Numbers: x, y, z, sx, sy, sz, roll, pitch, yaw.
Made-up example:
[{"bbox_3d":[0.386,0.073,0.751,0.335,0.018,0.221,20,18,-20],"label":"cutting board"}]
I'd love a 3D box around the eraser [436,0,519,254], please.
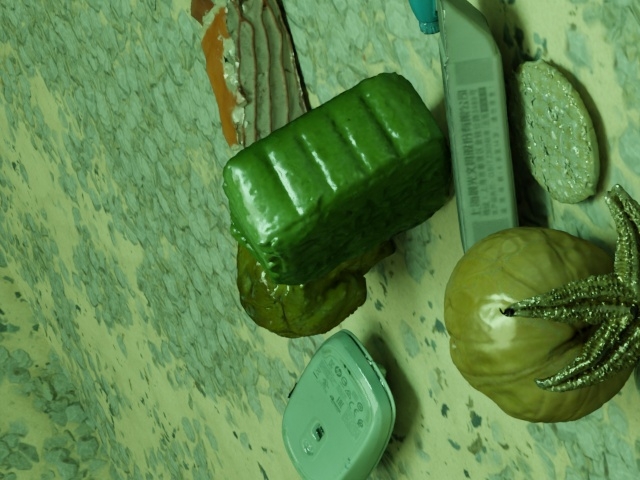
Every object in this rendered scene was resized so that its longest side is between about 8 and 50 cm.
[{"bbox_3d":[0.164,-0.093,1.710,0.089,0.061,0.352,-95,-3,-64],"label":"eraser"}]

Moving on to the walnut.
[{"bbox_3d":[0.214,0.079,1.628,0.222,0.195,0.195,-128,19,-81],"label":"walnut"}]

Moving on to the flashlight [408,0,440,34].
[{"bbox_3d":[0.106,-0.278,1.728,0.051,0.051,0.129,37,147,50],"label":"flashlight"}]

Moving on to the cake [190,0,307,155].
[{"bbox_3d":[-0.086,-0.215,2.111,0.135,0.098,0.287,-28,81,63],"label":"cake"}]

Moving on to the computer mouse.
[{"bbox_3d":[0.039,0.235,2.243,0.159,0.097,0.288,58,143,25],"label":"computer mouse"}]

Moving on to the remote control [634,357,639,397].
[{"bbox_3d":[0.367,0.136,1.532,0.221,0.042,0.078,-8,101,65],"label":"remote control"}]

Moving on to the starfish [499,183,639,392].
[{"bbox_3d":[0.284,0.065,1.483,0.241,0.227,0.043,64,-159,-10],"label":"starfish"}]

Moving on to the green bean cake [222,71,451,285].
[{"bbox_3d":[0.018,-0.057,1.811,0.125,0.248,0.222,61,176,17],"label":"green bean cake"}]

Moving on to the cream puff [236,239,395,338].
[{"bbox_3d":[-0.016,-0.005,2.028,0.244,0.196,0.244,43,144,43],"label":"cream puff"}]

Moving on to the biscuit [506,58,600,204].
[{"bbox_3d":[0.229,-0.107,1.640,0.152,0.020,0.152,52,154,38],"label":"biscuit"}]
